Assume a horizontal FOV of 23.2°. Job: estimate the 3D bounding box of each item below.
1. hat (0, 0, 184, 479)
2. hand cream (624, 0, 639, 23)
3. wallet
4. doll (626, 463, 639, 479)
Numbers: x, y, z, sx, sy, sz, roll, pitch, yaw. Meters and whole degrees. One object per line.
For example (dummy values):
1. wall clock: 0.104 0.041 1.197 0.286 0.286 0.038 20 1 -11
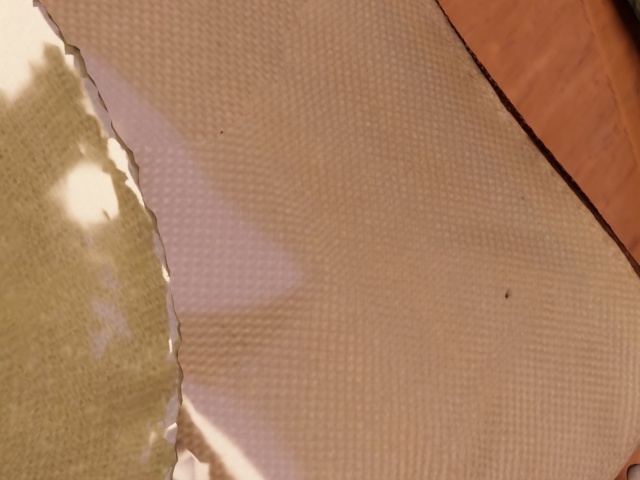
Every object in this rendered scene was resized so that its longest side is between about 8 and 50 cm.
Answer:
1. hat: -0.174 0.032 0.399 0.257 0.130 0.257 7 78 -37
2. hand cream: 0.170 -0.054 0.737 0.075 0.052 0.248 -1 74 -63
3. wallet: 0.003 -0.002 0.587 0.335 0.068 0.275 54 51 -9
4. doll: 0.133 0.184 0.646 0.094 0.079 0.180 20 74 -63
